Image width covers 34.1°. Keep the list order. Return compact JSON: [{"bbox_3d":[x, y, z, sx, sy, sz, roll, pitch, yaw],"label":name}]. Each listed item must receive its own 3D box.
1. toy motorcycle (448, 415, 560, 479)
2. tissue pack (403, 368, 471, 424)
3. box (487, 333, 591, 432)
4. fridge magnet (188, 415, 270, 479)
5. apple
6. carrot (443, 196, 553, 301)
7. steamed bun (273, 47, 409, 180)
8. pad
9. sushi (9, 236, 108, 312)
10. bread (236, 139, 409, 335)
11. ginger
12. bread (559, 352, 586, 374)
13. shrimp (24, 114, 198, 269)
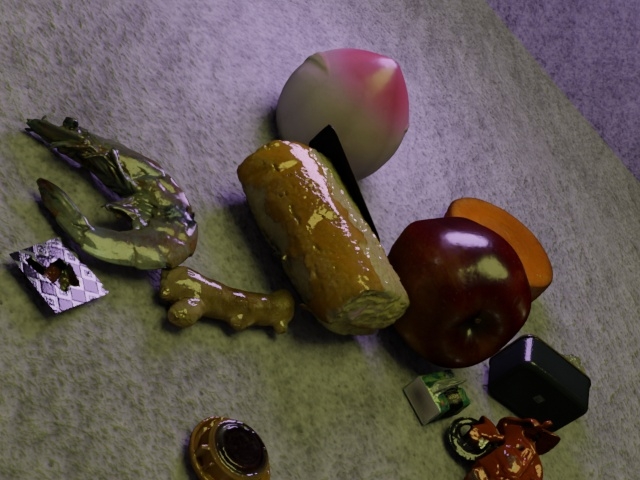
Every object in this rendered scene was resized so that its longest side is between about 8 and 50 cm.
[{"bbox_3d":[0.387,0.463,1.971,0.221,0.148,0.325,-9,57,-27],"label":"toy motorcycle"},{"bbox_3d":[0.233,0.295,2.014,0.111,0.079,0.085,-3,56,-49],"label":"tissue pack"},{"bbox_3d":[0.460,0.308,2.203,0.201,0.144,0.090,38,38,-15],"label":"box"},{"bbox_3d":[-0.134,0.327,1.579,0.143,0.063,0.143,27,37,-22],"label":"fridge magnet"},{"bbox_3d":[0.266,0.099,2.076,0.288,0.288,0.317,25,19,-30],"label":"apple"},{"bbox_3d":[0.420,0.022,2.520,0.307,0.100,0.258,45,34,11],"label":"carrot"},{"bbox_3d":[0.071,-0.294,2.268,0.309,0.309,0.309,30,37,-25],"label":"steamed bun"},{"bbox_3d":[0.046,-0.093,2.102,0.004,0.181,0.267,-20,86,-19],"label":"pad"},{"bbox_3d":[-0.404,0.058,1.595,0.120,0.026,0.126,49,28,8],"label":"sushi"},{"bbox_3d":[0.000,0.000,1.963,0.236,0.165,0.375,16,40,-60],"label":"bread"},{"bbox_3d":[-0.151,0.104,1.794,0.299,0.065,0.118,9,52,-43],"label":"ginger"},{"bbox_3d":[0.524,0.317,2.316,0.156,0.103,0.110,6,62,-39],"label":"bread"},{"bbox_3d":[-0.362,-0.081,1.737,0.360,0.085,0.247,41,41,1],"label":"shrimp"}]
